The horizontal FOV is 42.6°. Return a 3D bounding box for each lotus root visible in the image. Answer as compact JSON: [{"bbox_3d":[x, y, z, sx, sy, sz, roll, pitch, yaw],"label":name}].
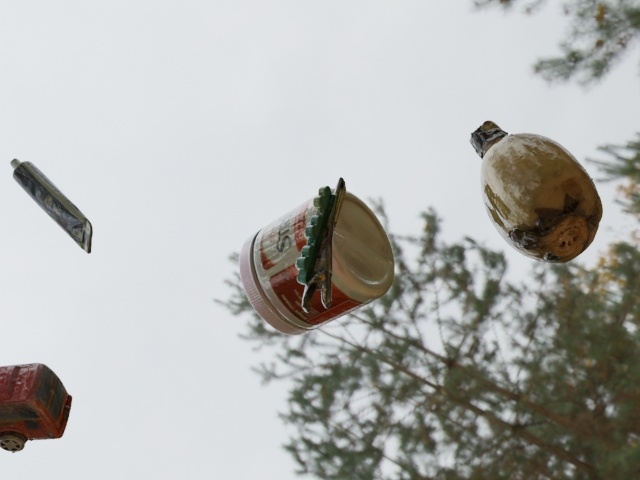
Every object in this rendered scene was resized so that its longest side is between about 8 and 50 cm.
[{"bbox_3d":[0.345,-0.094,1.373,0.183,0.310,0.182,-13,-48,-14],"label":"lotus root"}]

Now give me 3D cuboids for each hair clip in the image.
[{"bbox_3d":[-0.001,-0.001,0.940,0.049,0.049,0.173,47,-135,-47],"label":"hair clip"}]

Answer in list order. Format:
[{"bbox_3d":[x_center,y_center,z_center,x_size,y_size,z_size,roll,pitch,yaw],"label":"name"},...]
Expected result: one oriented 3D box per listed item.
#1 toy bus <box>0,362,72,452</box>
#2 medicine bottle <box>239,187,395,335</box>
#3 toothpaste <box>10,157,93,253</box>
[{"bbox_3d":[-0.349,0.166,0.806,0.192,0.065,0.077,-6,-48,3],"label":"toy bus"},{"bbox_3d":[-0.004,0.047,1.738,0.252,0.241,0.252,34,-140,-35],"label":"medicine bottle"},{"bbox_3d":[-0.374,-0.057,1.140,0.035,0.197,0.057,-26,-34,-41],"label":"toothpaste"}]
